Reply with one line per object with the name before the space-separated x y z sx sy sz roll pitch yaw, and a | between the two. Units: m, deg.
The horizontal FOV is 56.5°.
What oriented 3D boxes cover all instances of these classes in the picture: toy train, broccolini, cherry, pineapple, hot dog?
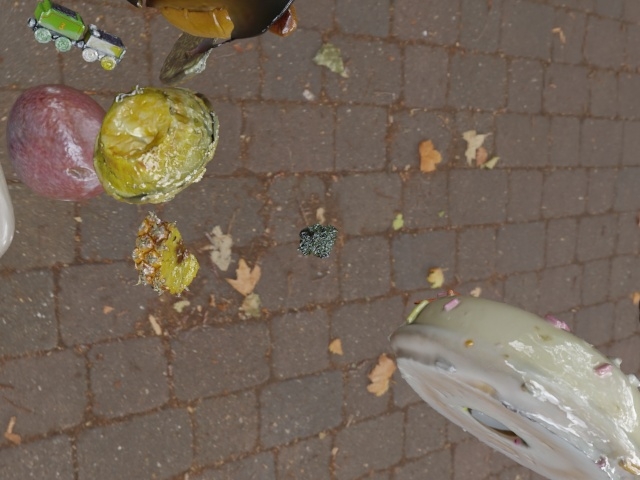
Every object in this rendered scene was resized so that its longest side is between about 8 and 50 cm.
toy train | -0.506 -0.430 1.254 0.202 0.060 0.081 14 125 -47
broccolini | 0.001 -0.001 0.772 0.044 0.218 0.042 11 91 2
cherry | -0.567 -0.212 1.333 0.221 0.307 0.261 -25 136 -48
pineapple | -0.339 0.053 1.279 0.135 0.079 0.233 -55 155 -24
hot dog | -0.146 -0.360 0.878 0.194 0.326 0.107 -56 154 14

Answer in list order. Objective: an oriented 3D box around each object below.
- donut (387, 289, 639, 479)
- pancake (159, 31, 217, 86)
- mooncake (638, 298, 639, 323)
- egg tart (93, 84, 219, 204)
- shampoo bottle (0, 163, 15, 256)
donut | 0.281 0.211 0.857 0.383 0.382 0.142 47 70 -31
pancake | -0.253 -0.466 1.344 0.033 0.285 0.289 43 44 -38
mooncake | 0.634 0.105 0.934 0.124 0.228 0.228 45 69 -10
egg tart | -0.259 -0.155 0.901 0.213 0.212 0.090 -65 160 -10
shampoo bottle | -0.461 -0.062 0.763 0.127 0.078 0.257 0 108 4
